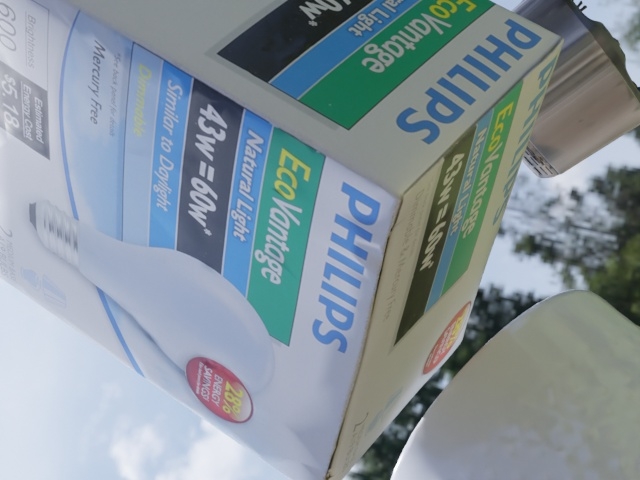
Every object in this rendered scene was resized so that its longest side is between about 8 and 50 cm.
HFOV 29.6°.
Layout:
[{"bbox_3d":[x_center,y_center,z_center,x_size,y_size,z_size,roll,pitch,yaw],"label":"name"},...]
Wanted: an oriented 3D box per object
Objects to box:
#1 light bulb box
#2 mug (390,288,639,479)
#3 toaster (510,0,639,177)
[{"bbox_3d":[-0.056,-0.054,0.949,0.225,0.361,0.358,-44,-24,-38],"label":"light bulb box"},{"bbox_3d":[0.237,0.285,1.031,0.374,0.328,0.276,-54,-30,10],"label":"mug"},{"bbox_3d":[0.236,-0.162,1.237,0.146,0.129,0.227,-38,-33,12],"label":"toaster"}]
